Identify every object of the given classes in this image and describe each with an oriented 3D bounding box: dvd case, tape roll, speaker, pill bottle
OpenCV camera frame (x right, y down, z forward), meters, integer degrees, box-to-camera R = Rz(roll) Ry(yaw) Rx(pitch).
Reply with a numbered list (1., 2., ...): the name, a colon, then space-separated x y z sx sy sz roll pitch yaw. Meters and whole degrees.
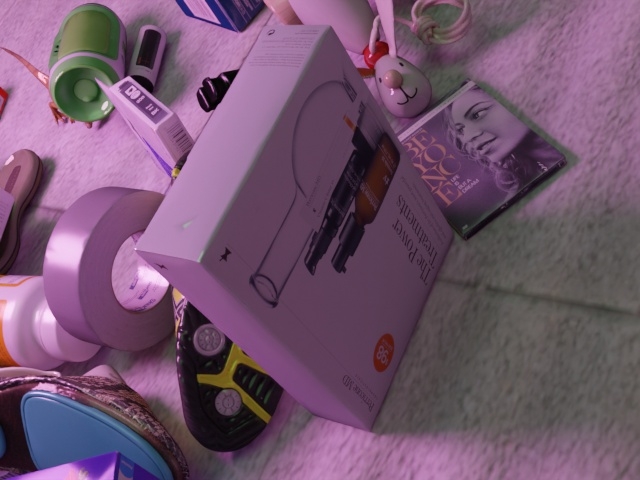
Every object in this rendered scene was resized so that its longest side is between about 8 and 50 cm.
1. dvd case: 0.196 -0.116 1.194 0.164 0.018 0.221 -38 46 0
2. tape roll: -0.264 0.038 1.208 0.072 0.219 0.219 7 61 34
3. speaker: -0.416 -0.326 1.606 0.131 0.131 0.296 -28 34 9
4. speaker: -0.320 -0.330 1.635 0.055 0.055 0.136 -11 51 23
5. pill bottle: -0.437 0.119 1.303 0.246 0.136 0.136 0 57 30

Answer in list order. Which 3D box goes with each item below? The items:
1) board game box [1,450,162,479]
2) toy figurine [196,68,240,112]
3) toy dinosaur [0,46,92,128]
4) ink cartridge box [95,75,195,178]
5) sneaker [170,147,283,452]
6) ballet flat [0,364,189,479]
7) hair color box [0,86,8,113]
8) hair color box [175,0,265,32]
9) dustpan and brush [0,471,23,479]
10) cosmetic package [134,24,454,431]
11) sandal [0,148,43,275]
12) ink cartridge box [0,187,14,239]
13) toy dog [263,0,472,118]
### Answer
1. board game box: -0.306 0.347 0.987 0.347 0.233 0.078 -18 49 18
2. toy figurine: -0.056 -0.136 1.228 0.148 0.209 0.213 -19 27 -37
3. toy dinosaur: -0.488 -0.279 1.644 0.211 0.112 0.064 36 61 5
4. ink cartridge box: -0.233 -0.146 1.339 0.045 0.206 0.208 -41 47 -11
5. sneaker: -0.122 0.076 1.145 0.145 0.147 0.384 0 74 -13
6. ballet flat: -0.367 0.227 1.160 0.483 0.164 0.182 1 21 17
7. hair color box: -0.730 -0.262 1.823 0.167 0.053 0.093 -10 53 22
8. hair color box: -0.116 -0.557 1.653 0.174 0.105 0.347 28 73 41
9. dustpan and brush: -0.477 0.327 1.221 0.211 0.060 0.147 -17 49 18
10. cosmetic package: 0.000 0.000 0.973 0.097 0.377 0.284 11 63 37
11. sandal: -0.574 -0.041 1.538 0.120 0.086 0.302 -9 55 25
12. ink cartridge box: -0.618 0.056 1.351 0.119 0.207 0.353 11 76 16
13. toy dog: 0.033 -0.331 1.295 0.334 0.161 0.220 31 95 30
